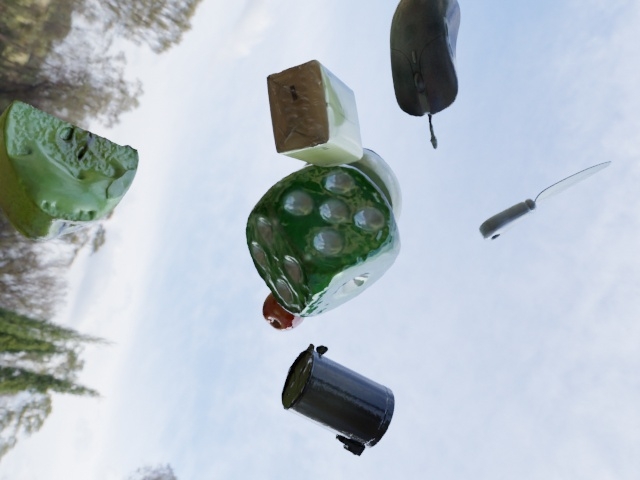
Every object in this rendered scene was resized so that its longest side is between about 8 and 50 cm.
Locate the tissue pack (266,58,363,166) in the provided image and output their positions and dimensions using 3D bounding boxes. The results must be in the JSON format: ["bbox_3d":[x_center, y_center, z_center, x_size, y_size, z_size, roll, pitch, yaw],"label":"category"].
[{"bbox_3d":[-0.004,-0.245,1.091,0.125,0.234,0.159,-9,-93,20],"label":"tissue pack"}]

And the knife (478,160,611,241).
[{"bbox_3d":[0.516,-0.101,1.247,0.331,0.080,0.044,-33,-119,13],"label":"knife"}]

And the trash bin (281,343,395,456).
[{"bbox_3d":[0.048,0.483,1.651,0.252,0.301,0.203,-63,-164,-14],"label":"trash bin"}]

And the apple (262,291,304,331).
[{"bbox_3d":[-0.130,0.248,1.933,0.139,0.163,0.163,-46,-156,-26],"label":"apple"}]

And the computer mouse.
[{"bbox_3d":[0.229,-0.392,1.202,0.167,0.090,0.379,-6,-89,37],"label":"computer mouse"}]

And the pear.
[{"bbox_3d":[-0.683,-0.141,1.396,0.238,0.342,0.318,-25,-126,43],"label":"pear"}]

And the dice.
[{"bbox_3d":[0.000,0.000,1.364,0.300,0.287,0.297,54,-28,17],"label":"dice"}]

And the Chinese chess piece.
[{"bbox_3d":[0.083,-0.126,1.701,0.349,0.349,0.146,-45,-176,31],"label":"Chinese chess piece"}]
